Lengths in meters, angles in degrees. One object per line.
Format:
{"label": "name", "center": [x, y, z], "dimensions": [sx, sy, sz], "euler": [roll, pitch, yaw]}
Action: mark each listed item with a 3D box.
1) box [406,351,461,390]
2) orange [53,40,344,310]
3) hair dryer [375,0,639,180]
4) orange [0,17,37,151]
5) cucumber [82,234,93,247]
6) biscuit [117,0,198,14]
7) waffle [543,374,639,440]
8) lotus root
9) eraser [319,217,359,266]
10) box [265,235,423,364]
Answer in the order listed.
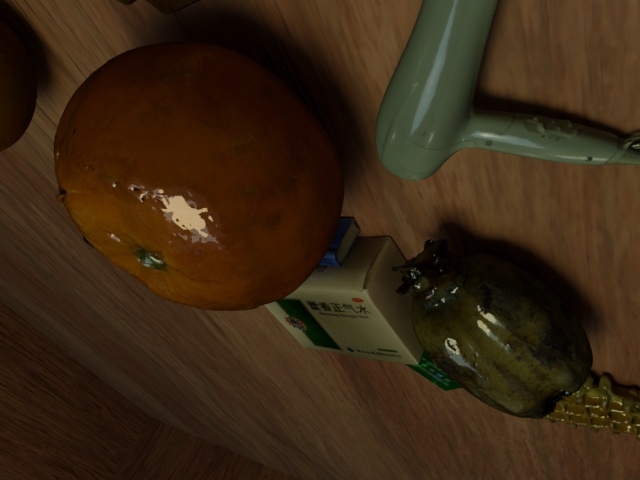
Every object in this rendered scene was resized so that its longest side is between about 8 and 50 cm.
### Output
{"label": "box", "center": [0.202, 0.160, 0.826], "dimensions": [0.132, 0.034, 0.235], "euler": [35, 150, -9]}
{"label": "orange", "center": [-0.113, -0.059, 0.570], "dimensions": [0.284, 0.226, 0.284], "euler": [23, 155, 11]}
{"label": "hair dryer", "center": [0.170, -0.110, 0.432], "dimensions": [0.237, 0.075, 0.206], "euler": [19, 143, 3]}
{"label": "orange", "center": [-0.448, -0.195, 0.692], "dimensions": [0.206, 0.206, 0.206], "euler": [22, 149, 14]}
{"label": "cucumber", "center": [-0.373, 0.021, 1.083], "dimensions": [0.211, 0.062, 0.078], "euler": [13, 147, 27]}
{"label": "biscuit", "center": [-0.184, -0.284, 0.481], "dimensions": [0.215, 0.034, 0.182], "euler": [17, 148, 24]}
{"label": "waffle", "center": [0.379, 0.236, 0.780], "dimensions": [0.192, 0.046, 0.160], "euler": [24, 148, 10]}
{"label": "lotus root", "center": [0.178, 0.087, 0.632], "dimensions": [0.278, 0.154, 0.154], "euler": [38, 149, -15]}
{"label": "eraser", "center": [0.000, 0.000, 0.726], "dimensions": [0.085, 0.063, 0.027], "euler": [5, 143, 36]}
{"label": "box", "center": [0.030, 0.080, 0.796], "dimensions": [0.212, 0.095, 0.168], "euler": [-1, 136, 42]}
